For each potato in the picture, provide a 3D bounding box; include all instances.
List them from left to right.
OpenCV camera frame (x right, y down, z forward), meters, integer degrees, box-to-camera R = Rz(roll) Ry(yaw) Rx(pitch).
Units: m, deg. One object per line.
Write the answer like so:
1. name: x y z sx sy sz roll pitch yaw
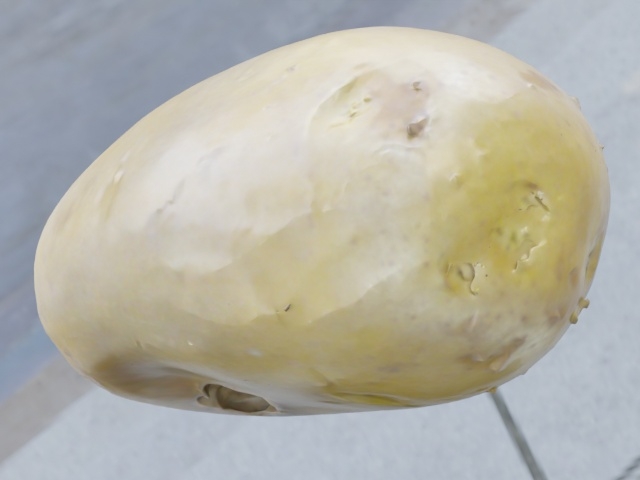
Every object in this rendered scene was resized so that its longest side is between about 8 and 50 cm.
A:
1. potato: 0.000 0.000 0.652 0.234 0.150 0.146 -9 41 49
